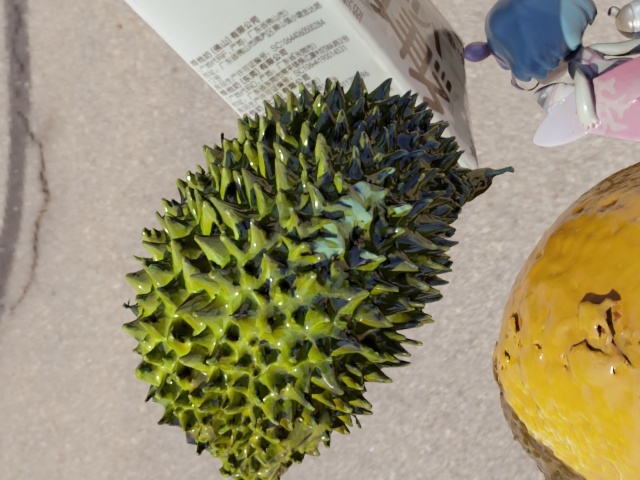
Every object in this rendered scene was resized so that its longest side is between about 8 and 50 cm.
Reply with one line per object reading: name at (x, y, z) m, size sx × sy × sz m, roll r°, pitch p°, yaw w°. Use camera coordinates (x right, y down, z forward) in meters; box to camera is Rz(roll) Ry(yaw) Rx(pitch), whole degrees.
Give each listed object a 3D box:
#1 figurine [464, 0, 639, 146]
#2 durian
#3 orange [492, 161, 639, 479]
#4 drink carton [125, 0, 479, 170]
figurine at (0.282, -0.181, 1.003) m, size 0.260 × 0.103 × 0.205 m, roll 34°, pitch 78°, yaw 23°
durian at (0.000, -0.006, 0.480) m, size 0.137 × 0.221 × 0.095 m, roll 40°, pitch 148°, yaw -3°
orange at (0.292, 0.087, 0.691) m, size 0.340 × 0.293 × 0.341 m, roll 44°, pitch 161°, yaw 19°
drink carton at (-0.006, -0.179, 0.842) m, size 0.132 × 0.324 × 0.194 m, roll -28°, pitch 40°, yaw 26°
